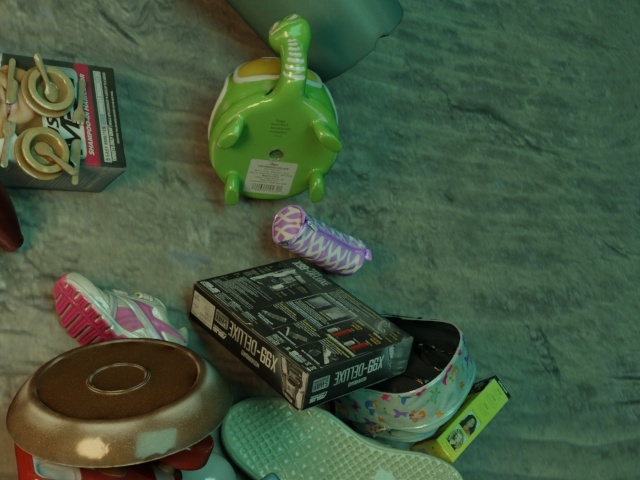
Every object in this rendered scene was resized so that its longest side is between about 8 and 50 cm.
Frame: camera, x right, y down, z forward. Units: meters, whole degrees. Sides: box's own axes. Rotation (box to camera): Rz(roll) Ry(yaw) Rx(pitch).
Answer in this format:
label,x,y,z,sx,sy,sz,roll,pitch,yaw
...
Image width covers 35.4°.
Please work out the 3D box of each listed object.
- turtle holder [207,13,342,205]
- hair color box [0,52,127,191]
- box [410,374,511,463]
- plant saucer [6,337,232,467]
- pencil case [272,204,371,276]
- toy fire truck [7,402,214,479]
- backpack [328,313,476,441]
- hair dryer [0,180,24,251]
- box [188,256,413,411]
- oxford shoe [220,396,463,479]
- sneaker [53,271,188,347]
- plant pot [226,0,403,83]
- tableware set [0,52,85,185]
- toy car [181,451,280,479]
label,x,y,z,sx,sy,sz,roll,pitch,yaw
turtle holder,-0.095,-0.231,1.800,0.320,0.243,0.228,65,13,-49
hair color box,-0.505,-0.188,1.571,0.374,0.113,0.185,1,71,-37
box,0.278,0.357,1.970,0.232,0.087,0.058,-36,93,-41
plant saucer,-0.279,0.209,1.393,0.310,0.310,0.050,-22,119,-42
pencil case,0.000,0.000,1.876,0.206,0.088,0.086,27,50,-45
toy fire truck,-0.311,0.290,1.424,0.253,0.302,0.169,18,103,-27
backpack,0.149,0.245,1.807,0.225,0.253,0.191,-50,124,-41
hair dryer,-0.530,-0.014,1.438,0.293,0.080,0.224,-8,112,-67
box,-0.036,0.145,1.695,0.242,0.077,0.307,-13,35,-42
oxford shoe,0.032,0.396,1.741,0.449,0.130,0.169,20,71,-13
sneaker,-0.313,0.128,1.602,0.252,0.103,0.111,44,45,-22
plant pot,-0.029,-0.506,1.963,0.334,0.341,0.341,50,48,-20
tableware set,-0.417,-0.186,1.538,0.128,0.039,0.194,13,64,-34
toy car,-0.163,0.414,1.558,0.219,0.238,0.210,-36,140,-6
